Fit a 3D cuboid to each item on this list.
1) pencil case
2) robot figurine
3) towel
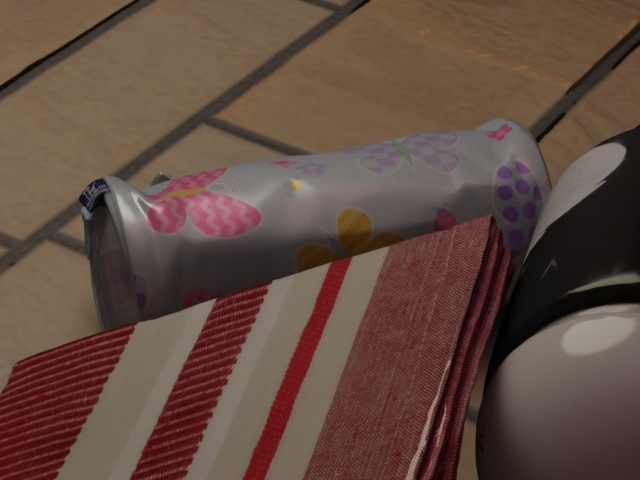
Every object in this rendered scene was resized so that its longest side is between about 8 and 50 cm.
[{"bbox_3d":[0.000,0.000,1.112,0.273,0.113,0.124,-9,17,-15],"label":"pencil case"},{"bbox_3d":[0.176,0.054,0.925,0.173,0.209,0.278,-27,23,35],"label":"robot figurine"},{"bbox_3d":[-0.074,0.107,0.899,0.329,0.037,0.237,-17,27,27],"label":"towel"}]
